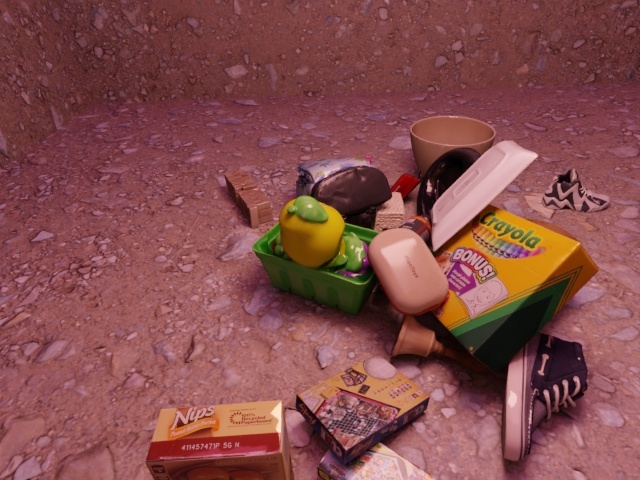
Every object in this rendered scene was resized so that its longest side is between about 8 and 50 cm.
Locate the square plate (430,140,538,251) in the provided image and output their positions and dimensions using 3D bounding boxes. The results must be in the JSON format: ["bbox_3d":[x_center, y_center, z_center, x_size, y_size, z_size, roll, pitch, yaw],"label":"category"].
[{"bbox_3d":[0.434,-0.149,1.206,0.049,0.344,0.347,42,23,-2],"label":"square plate"}]

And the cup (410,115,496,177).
[{"bbox_3d":[0.532,-0.350,1.742,0.331,0.237,0.331,-2,36,2],"label":"cup"}]

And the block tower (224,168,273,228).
[{"bbox_3d":[-0.290,-0.175,1.680,0.097,0.091,0.335,-18,38,-19],"label":"block tower"}]

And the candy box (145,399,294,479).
[{"bbox_3d":[-0.136,0.390,0.669,0.183,0.316,0.087,-3,34,-1],"label":"candy box"}]

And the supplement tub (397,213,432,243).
[{"bbox_3d":[0.306,-0.014,1.395,0.106,0.106,0.198,23,43,32],"label":"supplement tub"}]

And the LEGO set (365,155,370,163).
[{"bbox_3d":[0.162,-0.315,1.843,0.087,0.093,0.227,7,36,14],"label":"LEGO set"}]

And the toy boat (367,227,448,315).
[{"bbox_3d":[0.209,0.086,1.060,0.151,0.151,0.231,-20,66,-13],"label":"toy boat"}]

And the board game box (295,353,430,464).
[{"bbox_3d":[0.092,0.349,0.902,0.243,0.042,0.165,-14,31,-35],"label":"board game box"}]

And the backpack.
[{"bbox_3d":[0.043,-0.191,1.531,0.290,0.273,0.355,-18,1,-14],"label":"backpack"}]

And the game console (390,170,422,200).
[{"bbox_3d":[0.320,-0.215,1.633,0.124,0.144,0.085,14,43,-27],"label":"game console"}]

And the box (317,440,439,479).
[{"bbox_3d":[0.109,0.455,0.803,0.207,0.036,0.114,21,42,30],"label":"box"}]

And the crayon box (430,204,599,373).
[{"bbox_3d":[0.407,0.087,1.029,0.313,0.106,0.363,-49,23,6],"label":"crayon box"}]

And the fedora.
[{"bbox_3d":[0.497,-0.155,1.490,0.152,0.334,0.334,18,25,-30],"label":"fedora"}]

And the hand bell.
[{"bbox_3d":[0.305,0.269,1.019,0.242,0.126,0.126,20,40,11],"label":"hand bell"}]

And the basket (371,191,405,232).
[{"bbox_3d":[0.243,-0.096,1.518,0.113,0.103,0.167,0,34,3],"label":"basket"}]

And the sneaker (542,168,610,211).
[{"bbox_3d":[0.968,-0.195,1.562,0.235,0.153,0.094,6,38,13],"label":"sneaker"}]

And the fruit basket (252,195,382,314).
[{"bbox_3d":[0.000,0.000,1.176,0.392,0.392,0.283,16,39,24],"label":"fruit basket"}]

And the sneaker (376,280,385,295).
[{"bbox_3d":[0.196,0.118,1.192,0.061,0.158,0.065,34,63,14],"label":"sneaker"}]

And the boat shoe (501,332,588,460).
[{"bbox_3d":[0.478,0.319,0.887,0.158,0.127,0.340,8,36,25],"label":"boat shoe"}]

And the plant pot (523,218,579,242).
[{"bbox_3d":[0.544,0.115,1.124,0.237,0.237,0.254,20,56,29],"label":"plant pot"}]
